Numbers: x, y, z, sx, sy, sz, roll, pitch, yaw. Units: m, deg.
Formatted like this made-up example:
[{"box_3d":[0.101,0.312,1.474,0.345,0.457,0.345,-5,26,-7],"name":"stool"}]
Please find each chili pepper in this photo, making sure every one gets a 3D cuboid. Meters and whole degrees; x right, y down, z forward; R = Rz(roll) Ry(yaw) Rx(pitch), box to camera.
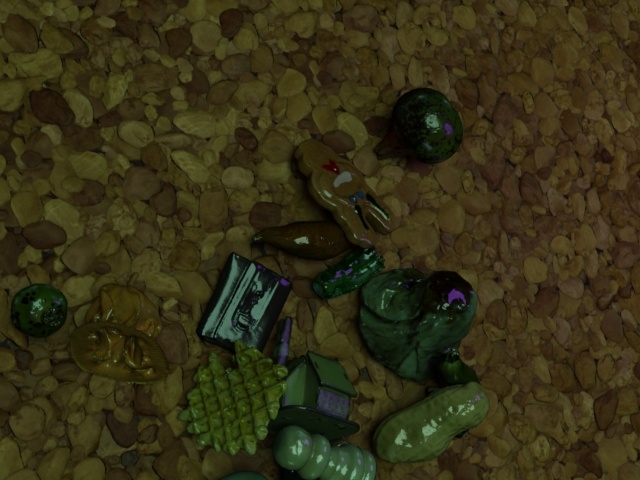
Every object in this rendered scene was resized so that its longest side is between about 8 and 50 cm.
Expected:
[{"box_3d":[0.078,0.082,1.970,0.224,0.061,0.098,-29,113,-29],"name":"chili pepper"}]

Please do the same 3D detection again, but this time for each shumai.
[{"box_3d":[0.277,0.204,1.910,0.310,0.263,0.303,-7,82,-24],"name":"shumai"}]

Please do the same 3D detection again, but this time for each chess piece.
[{"box_3d":[-0.001,0.504,1.738,0.243,0.133,0.133,32,69,-25],"name":"chess piece"}]

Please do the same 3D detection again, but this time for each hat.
[{"box_3d":[-0.434,0.169,1.728,0.244,0.233,0.233,27,44,-26],"name":"hat"}]

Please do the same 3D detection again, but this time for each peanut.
[{"box_3d":[0.281,0.465,1.902,0.319,0.147,0.147,-27,90,-2],"name":"peanut"}]

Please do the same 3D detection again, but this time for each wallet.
[{"box_3d":[-0.186,0.166,1.860,0.182,0.049,0.229,29,72,-17],"name":"wallet"}]

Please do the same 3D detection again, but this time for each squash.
[{"box_3d":[0.348,0.335,1.946,0.080,0.318,0.071,-38,59,4],"name":"squash"}]

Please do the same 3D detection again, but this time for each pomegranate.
[{"box_3d":[-0.605,0.156,1.645,0.122,0.162,0.122,-5,98,-37],"name":"pomegranate"},{"box_3d":[0.258,-0.298,2.068,0.248,0.214,0.214,-28,90,13],"name":"pomegranate"}]

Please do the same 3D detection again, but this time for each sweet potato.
[{"box_3d":[-0.004,0.000,1.932,0.359,0.112,0.112,1,79,-24],"name":"sweet potato"}]

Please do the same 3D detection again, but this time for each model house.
[{"box_3d":[-0.027,0.328,1.828,0.218,0.205,0.278,28,51,-32],"name":"model house"}]

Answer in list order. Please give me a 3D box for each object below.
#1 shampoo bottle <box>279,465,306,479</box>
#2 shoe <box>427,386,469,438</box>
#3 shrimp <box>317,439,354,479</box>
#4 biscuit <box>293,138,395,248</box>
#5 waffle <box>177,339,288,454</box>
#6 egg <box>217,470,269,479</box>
[{"box_3d":[-0.043,0.628,1.789,0.101,0.101,0.283,-16,85,-23],"name":"shampoo bottle"},{"box_3d":[0.329,0.462,1.989,0.169,0.071,0.099,45,74,-8],"name":"shoe"},{"box_3d":[0.035,0.598,1.855,0.115,0.051,0.217,13,75,-12],"name":"shrimp"},{"box_3d":[0.060,-0.132,1.968,0.333,0.047,0.202,51,41,8],"name":"biscuit"},{"box_3d":[-0.202,0.360,1.728,0.249,0.261,0.056,-64,147,-12],"name":"waffle"},{"box_3d":[-0.199,0.620,1.694,0.231,0.168,0.168,-43,96,-25],"name":"egg"}]
